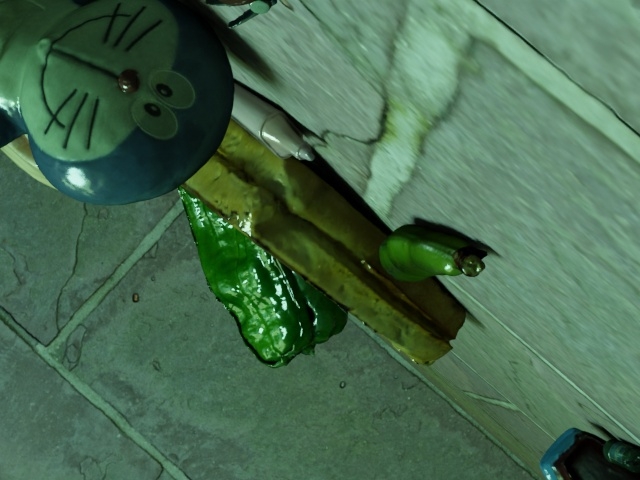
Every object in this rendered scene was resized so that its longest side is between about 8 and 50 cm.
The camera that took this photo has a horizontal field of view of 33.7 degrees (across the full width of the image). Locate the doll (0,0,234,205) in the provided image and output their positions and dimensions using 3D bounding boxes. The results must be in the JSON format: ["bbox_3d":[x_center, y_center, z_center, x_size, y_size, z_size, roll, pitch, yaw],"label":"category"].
[{"bbox_3d":[-0.198,-0.132,0.851,0.258,0.228,0.154,26,168,22],"label":"doll"}]

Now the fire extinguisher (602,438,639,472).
[{"bbox_3d":[0.322,0.224,1.093,0.038,0.025,0.083,4,178,-4],"label":"fire extinguisher"}]

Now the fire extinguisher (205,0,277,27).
[{"bbox_3d":[-0.055,-0.156,0.490,0.064,0.043,0.158,-10,149,24],"label":"fire extinguisher"}]

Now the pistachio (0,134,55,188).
[{"bbox_3d":[-0.341,-0.183,1.378,0.309,0.230,0.230,40,176,-1],"label":"pistachio"}]

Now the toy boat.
[{"bbox_3d":[0.341,0.301,1.160,0.223,0.100,0.097,41,166,14],"label":"toy boat"}]

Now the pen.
[{"bbox_3d":[-0.060,-0.115,0.988,0.197,0.032,0.053,38,175,47],"label":"pen"}]

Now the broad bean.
[{"bbox_3d":[0.084,0.012,0.924,0.060,0.043,0.297,32,175,-3],"label":"broad bean"}]

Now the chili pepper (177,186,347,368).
[{"bbox_3d":[-0.096,0.023,1.787,0.167,0.213,0.384,-28,-94,-49],"label":"chili pepper"}]

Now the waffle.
[{"bbox_3d":[0.000,0.000,1.159,0.328,0.098,0.224,38,180,-35],"label":"waffle"}]
